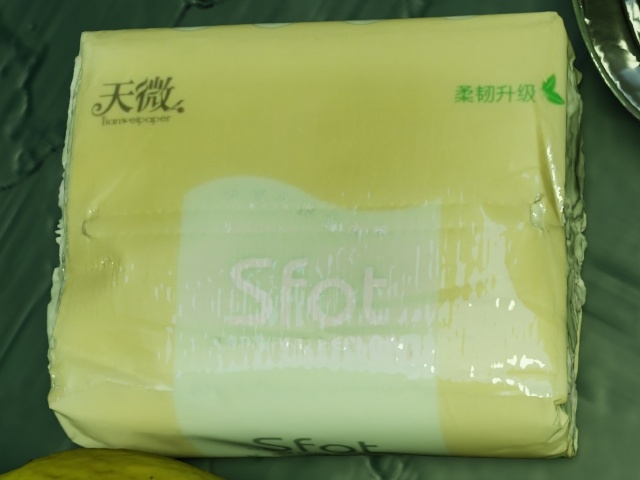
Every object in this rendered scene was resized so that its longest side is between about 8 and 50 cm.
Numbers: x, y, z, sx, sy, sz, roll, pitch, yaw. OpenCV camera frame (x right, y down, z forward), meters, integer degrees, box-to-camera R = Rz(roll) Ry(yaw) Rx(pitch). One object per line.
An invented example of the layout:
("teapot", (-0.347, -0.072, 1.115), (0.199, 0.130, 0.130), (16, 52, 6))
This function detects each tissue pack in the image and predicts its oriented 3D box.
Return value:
("tissue pack", (0.000, 0.000, 0.772), (0.222, 0.090, 0.186), (1, 74, 11))

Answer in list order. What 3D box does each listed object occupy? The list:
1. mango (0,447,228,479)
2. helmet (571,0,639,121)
("mango", (-0.130, 0.156, 0.729), (0.262, 0.167, 0.130), (-6, 115, 16))
("helmet", (0.181, -0.124, 0.762), (0.153, 0.107, 0.177), (3, 97, 8))
